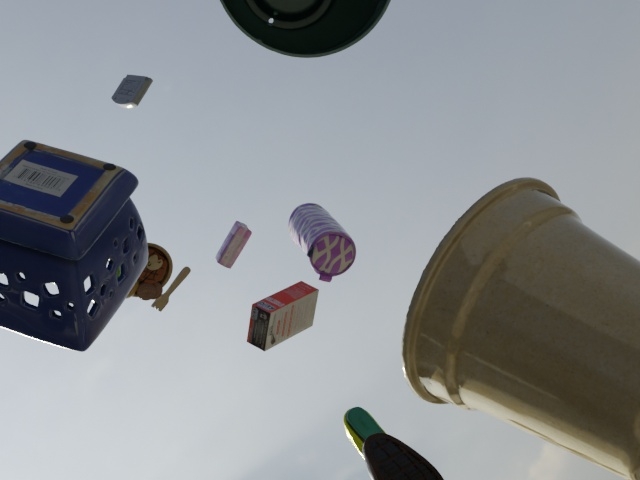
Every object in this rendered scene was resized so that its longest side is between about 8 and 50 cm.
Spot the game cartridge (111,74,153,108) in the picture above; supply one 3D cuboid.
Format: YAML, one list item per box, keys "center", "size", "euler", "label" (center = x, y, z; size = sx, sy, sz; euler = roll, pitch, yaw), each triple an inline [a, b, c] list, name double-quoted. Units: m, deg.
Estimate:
- center: [-0.298, -0.234, 1.469]
  size: [0.017, 0.083, 0.056]
  euler: [41, -103, -35]
  label: "game cartridge"

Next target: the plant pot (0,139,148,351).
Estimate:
- center: [-0.405, -0.008, 1.400]
  size: [0.236, 0.236, 0.212]
  euler: [-64, -12, -49]
  label: "plant pot"

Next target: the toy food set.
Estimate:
- center: [-0.353, 0.066, 1.848]
  size: [0.192, 0.038, 0.132]
  euler: [33, -80, -35]
  label: "toy food set"

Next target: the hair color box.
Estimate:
- center: [-0.077, 0.155, 1.944]
  size: [0.167, 0.053, 0.093]
  euler: [-23, -50, -52]
  label: "hair color box"

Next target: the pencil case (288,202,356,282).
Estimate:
- center: [0.000, 0.000, 1.609]
  size: [0.086, 0.206, 0.088]
  euler: [8, -74, -14]
  label: "pencil case"

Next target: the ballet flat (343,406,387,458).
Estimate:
- center: [0.122, 0.429, 1.846]
  size: [0.077, 0.231, 0.077]
  euler: [-25, -31, -28]
  label: "ballet flat"

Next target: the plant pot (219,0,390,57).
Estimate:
- center: [-0.039, -0.440, 1.531]
  size: [0.293, 0.196, 0.293]
  euler: [-1, -83, -10]
  label: "plant pot"

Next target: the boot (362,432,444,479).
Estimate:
- center: [0.102, 0.315, 0.994]
  size: [0.082, 0.219, 0.106]
  euler: [-19, -31, -36]
  label: "boot"

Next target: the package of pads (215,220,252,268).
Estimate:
- center: [-0.158, 0.008, 1.703]
  size: [0.032, 0.050, 0.083]
  euler: [29, -85, -17]
  label: "package of pads"

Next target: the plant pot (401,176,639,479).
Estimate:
- center: [0.325, 0.130, 1.166]
  size: [0.334, 0.305, 0.334]
  euler: [-27, -48, -35]
  label: "plant pot"
